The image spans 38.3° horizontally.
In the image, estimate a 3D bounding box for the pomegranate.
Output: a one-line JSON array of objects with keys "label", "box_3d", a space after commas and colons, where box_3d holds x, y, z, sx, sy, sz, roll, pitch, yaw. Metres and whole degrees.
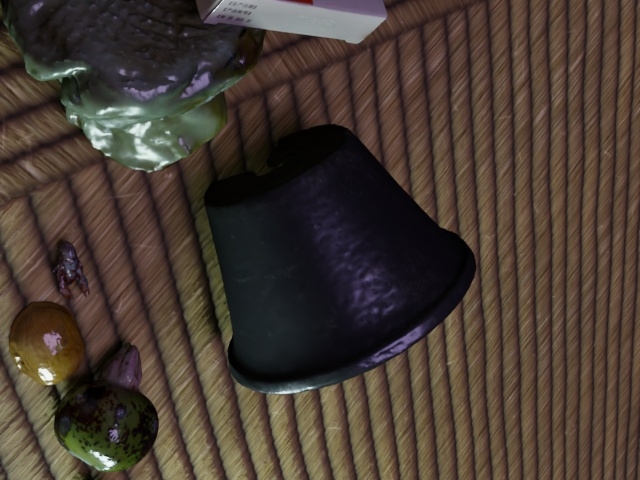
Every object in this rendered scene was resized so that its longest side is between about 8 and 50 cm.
[{"label": "pomegranate", "box_3d": [-0.283, 0.227, 1.232, 0.138, 0.163, 0.125, 25, 132, -30]}]

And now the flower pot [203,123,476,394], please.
[{"label": "flower pot", "box_3d": [0.000, 0.000, 1.245, 0.379, 0.379, 0.251, -34, 112, -24]}]

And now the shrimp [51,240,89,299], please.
[{"label": "shrimp", "box_3d": [-0.317, 0.043, 1.159, 0.038, 0.029, 0.092, -33, 132, -26]}]

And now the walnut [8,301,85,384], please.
[{"label": "walnut", "box_3d": [-0.341, 0.137, 1.167, 0.091, 0.052, 0.121, -30, 125, -23]}]

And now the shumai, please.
[{"label": "shumai", "box_3d": [-0.215, -0.219, 1.044, 0.309, 0.304, 0.263, -35, 163, -32]}]

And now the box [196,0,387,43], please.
[{"label": "box", "box_3d": [-0.068, -0.388, 0.994, 0.214, 0.069, 0.353, -3, 68, -40]}]

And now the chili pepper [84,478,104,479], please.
[{"label": "chili pepper", "box_3d": [-0.315, 0.430, 1.315, 0.100, 0.074, 0.257, -19, 122, -34]}]
